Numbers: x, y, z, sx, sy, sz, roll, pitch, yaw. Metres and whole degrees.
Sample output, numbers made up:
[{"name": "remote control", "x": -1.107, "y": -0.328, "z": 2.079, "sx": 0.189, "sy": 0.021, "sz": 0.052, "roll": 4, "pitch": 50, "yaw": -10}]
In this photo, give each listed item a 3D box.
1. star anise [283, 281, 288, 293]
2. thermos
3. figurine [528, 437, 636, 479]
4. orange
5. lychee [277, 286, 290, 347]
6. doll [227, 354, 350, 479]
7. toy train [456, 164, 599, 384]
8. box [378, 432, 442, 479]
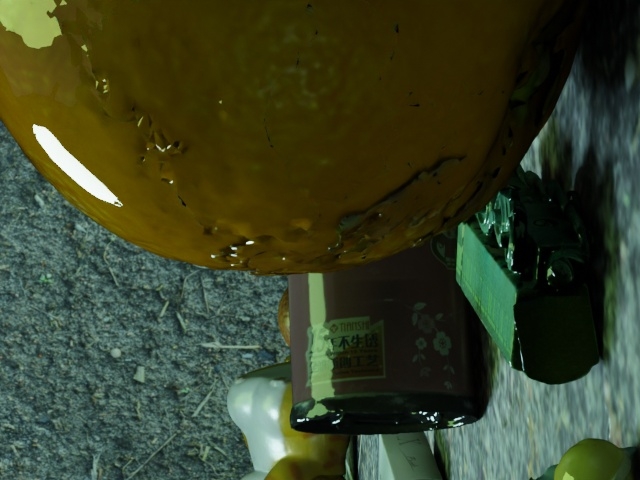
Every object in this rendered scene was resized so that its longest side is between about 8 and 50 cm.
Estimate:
[{"name": "star anise", "x": 0.000, "y": 0.000, "z": 1.724, "sx": 0.236, "sy": 0.093, "sz": 0.229, "roll": -98, "pitch": 8, "yaw": -53}, {"name": "thermos", "x": 0.042, "y": -0.052, "z": 0.913, "sx": 0.109, "sy": 0.136, "sz": 0.330, "roll": -24, "pitch": 64, "yaw": 57}, {"name": "figurine", "x": 0.089, "y": 0.096, "z": 0.530, "sx": 0.083, "sy": 0.047, "sz": 0.050, "roll": 112, "pitch": 167, "yaw": -72}, {"name": "orange", "x": -0.019, "y": -0.108, "z": 0.562, "sx": 0.246, "sy": 0.246, "sz": 0.246, "roll": 179, "pitch": 90, "yaw": -87}, {"name": "lychee", "x": 0.007, "y": 0.065, "z": 1.529, "sx": 0.101, "sy": 0.114, "sz": 0.140, "roll": 7, "pitch": 120, "yaw": 57}, {"name": "doll", "x": -0.032, "y": 0.275, "z": 1.893, "sx": 0.166, "sy": 0.162, "sz": 0.270, "roll": 1, "pitch": 86, "yaw": 57}, {"name": "toy train", "x": 0.083, "y": 0.007, "z": 0.622, "sx": 0.148, "sy": 0.038, "sz": 0.071, "roll": -106, "pitch": 12, "yaw": -77}, {"name": "box", "x": 0.064, "y": 0.222, "z": 1.070, "sx": 0.084, "sy": 0.040, "sz": 0.154, "roll": -98, "pitch": 6, "yaw": -73}]
